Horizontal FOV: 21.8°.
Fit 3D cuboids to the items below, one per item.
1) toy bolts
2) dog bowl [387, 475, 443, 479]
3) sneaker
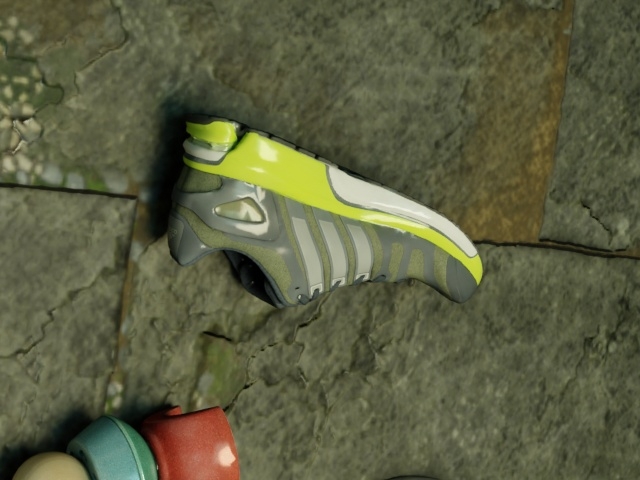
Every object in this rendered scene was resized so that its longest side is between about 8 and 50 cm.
[{"bbox_3d":[-0.123,0.235,1.185,0.158,0.218,0.229,-14,87,-29],"label":"toy bolts"},{"bbox_3d":[0.093,0.339,1.408,0.265,0.104,0.265,-6,100,-36],"label":"dog bowl"},{"bbox_3d":[0.000,0.000,1.302,0.300,0.111,0.121,23,93,-32],"label":"sneaker"}]
